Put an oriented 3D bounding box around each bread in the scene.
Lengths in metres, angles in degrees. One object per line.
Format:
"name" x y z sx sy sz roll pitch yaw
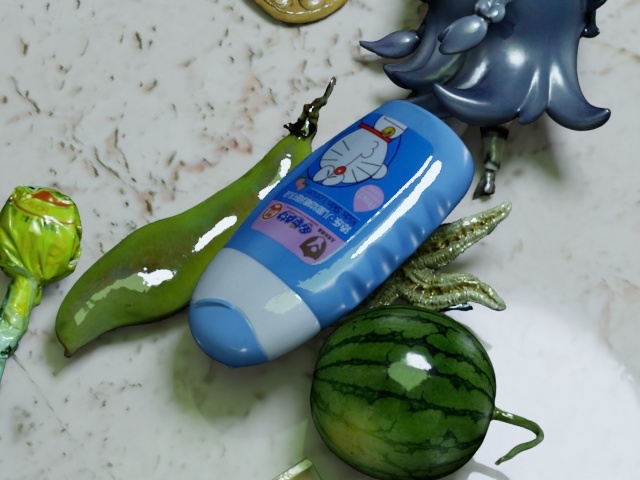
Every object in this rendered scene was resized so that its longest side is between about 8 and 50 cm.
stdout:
"bread" -0.022 -0.245 1.766 0.110 0.024 0.110 1 65 -2

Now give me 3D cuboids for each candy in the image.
"candy" -0.255 0.080 1.587 0.073 0.077 0.262 20 73 -18

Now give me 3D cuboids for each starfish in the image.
"starfish" 0.058 0.000 1.638 0.208 0.053 0.176 -6 64 3

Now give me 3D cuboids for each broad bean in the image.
"broad bean" -0.095 -0.009 1.636 0.325 0.067 0.075 -41 106 -21

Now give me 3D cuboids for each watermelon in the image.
"watermelon" 0.084 0.127 1.539 0.187 0.141 0.141 17 65 0

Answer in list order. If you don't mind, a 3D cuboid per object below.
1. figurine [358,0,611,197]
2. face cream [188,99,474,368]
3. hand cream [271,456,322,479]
"figurine" 0.156 -0.186 1.678 0.175 0.197 0.265 14 58 -24
"face cream" 0.000 0.000 1.576 0.264 0.083 0.149 -44 40 -16
"hand cream" 0.008 0.254 1.530 0.076 0.047 0.174 -32 62 -15
